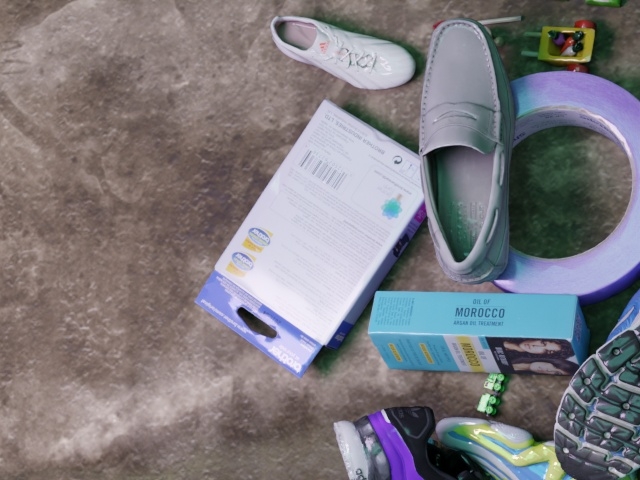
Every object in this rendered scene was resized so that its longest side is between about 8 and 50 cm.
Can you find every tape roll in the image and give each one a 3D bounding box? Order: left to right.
[{"bbox_3d":[0.285,-0.060,1.795,0.275,0.090,0.274,-3,78,16],"label":"tape roll"}]

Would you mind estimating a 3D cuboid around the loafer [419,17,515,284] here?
[{"bbox_3d":[0.168,-0.110,1.733,0.112,0.111,0.319,-8,78,16],"label":"loafer"}]

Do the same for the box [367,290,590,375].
[{"bbox_3d":[0.188,0.110,1.774,0.244,0.100,0.060,0,59,21],"label":"box"}]

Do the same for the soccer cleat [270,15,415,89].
[{"bbox_3d":[0.025,-0.241,1.914,0.196,0.076,0.068,18,86,19],"label":"soccer cleat"}]

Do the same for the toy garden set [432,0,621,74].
[{"bbox_3d":[0.251,-0.316,1.872,0.244,0.049,0.203,9,83,18],"label":"toy garden set"}]

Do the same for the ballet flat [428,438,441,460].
[{"bbox_3d":[0.065,0.327,1.811,0.232,0.080,0.073,-36,100,9],"label":"ballet flat"}]

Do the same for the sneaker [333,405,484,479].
[{"bbox_3d":[0.126,0.317,1.721,0.146,0.102,0.293,-21,111,-4],"label":"sneaker"}]

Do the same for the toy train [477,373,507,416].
[{"bbox_3d":[0.211,0.171,1.814,0.024,0.017,0.083,17,85,30],"label":"toy train"}]

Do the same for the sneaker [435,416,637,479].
[{"bbox_3d":[0.239,0.285,1.744,0.240,0.091,0.126,14,85,17],"label":"sneaker"}]

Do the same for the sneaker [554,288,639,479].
[{"bbox_3d":[0.380,0.134,1.697,0.130,0.147,0.330,33,85,17],"label":"sneaker"}]

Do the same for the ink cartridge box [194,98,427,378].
[{"bbox_3d":[0.000,0.000,1.886,0.186,0.065,0.311,34,89,20],"label":"ink cartridge box"}]
